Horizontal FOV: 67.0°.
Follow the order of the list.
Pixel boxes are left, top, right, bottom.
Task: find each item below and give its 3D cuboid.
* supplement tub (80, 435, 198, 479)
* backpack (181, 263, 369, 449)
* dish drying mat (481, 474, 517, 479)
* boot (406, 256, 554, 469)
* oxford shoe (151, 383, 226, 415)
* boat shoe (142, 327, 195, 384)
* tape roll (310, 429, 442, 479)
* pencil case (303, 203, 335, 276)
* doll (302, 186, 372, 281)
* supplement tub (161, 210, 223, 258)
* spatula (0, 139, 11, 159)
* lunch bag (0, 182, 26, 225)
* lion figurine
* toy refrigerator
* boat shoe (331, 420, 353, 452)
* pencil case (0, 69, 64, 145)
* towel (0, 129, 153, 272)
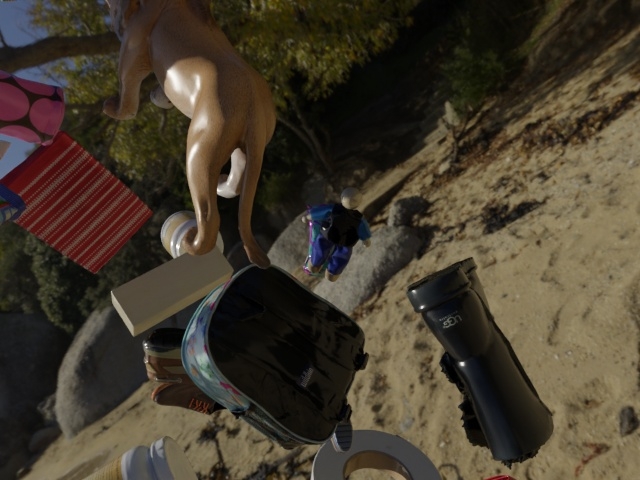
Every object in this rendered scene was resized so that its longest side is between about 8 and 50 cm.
[{"bbox_3d":[-0.452,0.621,1.103,0.316,0.228,0.228,-30,2,-11],"label":"supplement tub"},{"bbox_3d":[-0.081,0.169,0.750,0.191,0.253,0.225,-26,29,47],"label":"backpack"},{"bbox_3d":[0.173,0.222,0.412,0.032,0.083,0.008,-39,24,34],"label":"dish drying mat"},{"bbox_3d":[0.188,0.132,0.589,0.094,0.207,0.246,-27,-6,15],"label":"boot"},{"bbox_3d":[-0.366,0.471,1.457,0.271,0.098,0.097,7,-63,-36],"label":"oxford shoe"},{"bbox_3d":[-0.235,0.279,1.086,0.323,0.120,0.122,9,12,0],"label":"boat shoe"},{"bbox_3d":[0.163,0.709,1.398,0.391,0.072,0.392,7,20,-3],"label":"tape roll"},{"bbox_3d":[0.000,0.000,1.041,0.070,0.152,0.064,6,-12,-13],"label":"pencil case"},{"bbox_3d":[0.027,-0.014,0.848,0.046,0.129,0.189,-58,-7,-51],"label":"doll"},{"bbox_3d":[-0.364,0.000,1.374,0.144,0.144,0.199,-36,27,-16],"label":"supplement tub"},{"bbox_3d":[-0.715,-0.129,0.895,0.019,0.168,0.242,126,154,-44],"label":"spatula"},{"bbox_3d":[-0.398,-0.060,0.295,0.138,0.293,0.221,-36,13,20],"label":"lunch bag"},{"bbox_3d":[-0.134,-0.177,0.519,0.142,0.392,0.240,-28,-18,-45],"label":"lion figurine"},{"bbox_3d":[-0.358,0.114,1.183,0.269,0.102,0.094,-31,-12,-31],"label":"toy refrigerator"},{"bbox_3d":[0.033,0.460,1.252,0.066,0.183,0.066,21,-48,-36],"label":"boat shoe"},{"bbox_3d":[-0.446,-0.198,0.621,0.095,0.209,0.098,-53,40,22],"label":"pencil case"},{"bbox_3d":[-0.515,-0.074,1.024,0.199,0.275,0.031,-49,46,-11],"label":"towel"}]
